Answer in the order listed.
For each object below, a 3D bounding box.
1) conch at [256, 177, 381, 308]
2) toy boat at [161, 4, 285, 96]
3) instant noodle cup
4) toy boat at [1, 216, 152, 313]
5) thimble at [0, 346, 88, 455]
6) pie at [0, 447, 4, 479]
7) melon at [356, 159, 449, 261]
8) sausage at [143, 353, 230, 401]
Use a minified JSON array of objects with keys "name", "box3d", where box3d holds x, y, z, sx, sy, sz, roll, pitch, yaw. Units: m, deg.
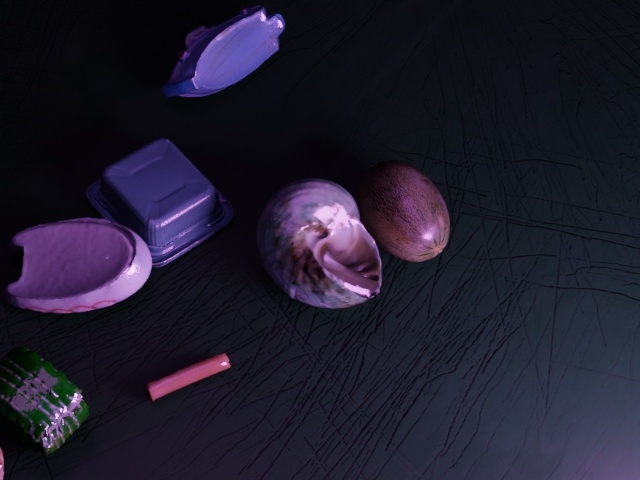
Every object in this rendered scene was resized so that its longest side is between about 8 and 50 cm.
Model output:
[{"name":"conch","box3d":[-0.001,0.004,1.833,0.175,0.122,0.188,10,59,-4]},{"name":"toy boat","box3d":[-0.156,-0.284,2.066,0.215,0.088,0.102,-41,30,-24]},{"name":"instant noodle cup","box3d":[-0.227,-0.066,1.912,0.157,0.070,0.179,-33,60,-23]},{"name":"toy boat","box3d":[-0.329,0.039,1.845,0.207,0.079,0.134,-7,57,8]},{"name":"thimble","box3d":[-0.357,0.203,1.696,0.130,0.118,0.090,24,61,37]},{"name":"pie","box3d":[-0.491,0.287,1.655,0.205,0.084,0.179,-21,58,-11]},{"name":"melon","box3d":[0.111,-0.045,1.869,0.114,0.114,0.167,-23,60,-16]},{"name":"sausage","box3d":[-0.173,0.177,1.768,0.116,0.026,0.026,-22,58,-16]}]
